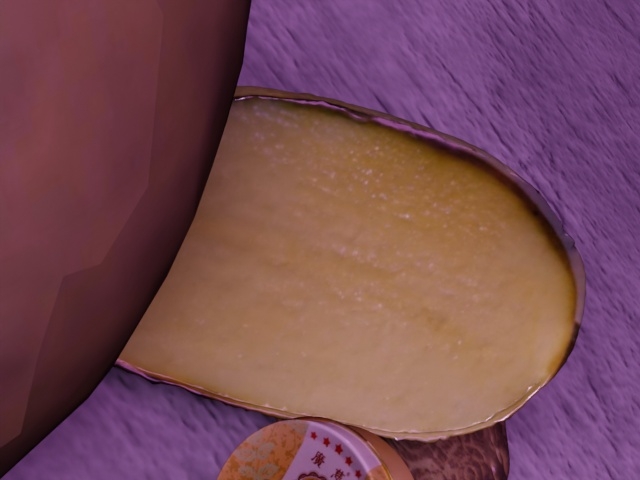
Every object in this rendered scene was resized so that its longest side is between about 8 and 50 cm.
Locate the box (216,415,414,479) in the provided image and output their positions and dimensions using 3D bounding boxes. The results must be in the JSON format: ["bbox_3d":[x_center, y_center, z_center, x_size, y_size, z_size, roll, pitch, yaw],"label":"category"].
[{"bbox_3d":[-0.003,0.133,0.726,0.037,0.105,0.105,13,53,-53],"label":"box"}]

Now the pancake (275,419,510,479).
[{"bbox_3d":[0.040,0.090,0.884,0.199,0.021,0.199,30,43,-32],"label":"pancake"}]

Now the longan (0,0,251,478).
[{"bbox_3d":[-0.187,-0.105,0.502,0.336,0.404,0.404,-11,67,-14],"label":"longan"}]

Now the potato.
[{"bbox_3d":[0.000,0.000,0.799,0.272,0.160,0.111,15,17,-22],"label":"potato"}]
